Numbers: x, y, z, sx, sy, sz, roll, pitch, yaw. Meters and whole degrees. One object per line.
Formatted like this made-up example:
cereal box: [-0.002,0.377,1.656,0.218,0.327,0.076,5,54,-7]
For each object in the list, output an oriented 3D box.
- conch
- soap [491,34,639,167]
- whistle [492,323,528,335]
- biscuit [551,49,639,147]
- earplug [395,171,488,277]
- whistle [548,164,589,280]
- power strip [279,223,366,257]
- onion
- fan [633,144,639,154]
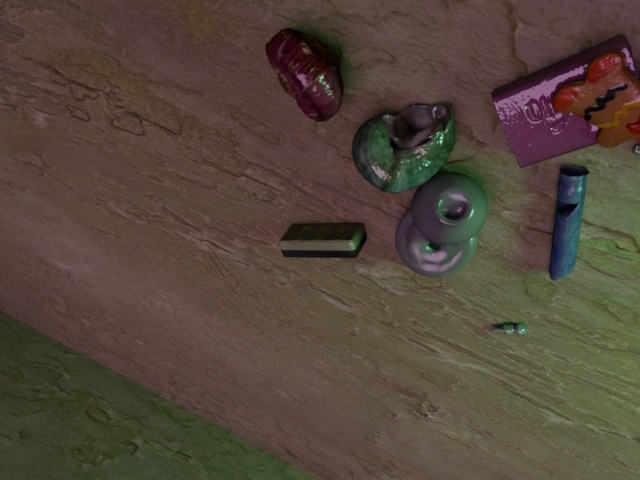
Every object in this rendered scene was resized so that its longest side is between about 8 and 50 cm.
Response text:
conch: [0.178,-0.219,1.119,0.196,0.220,0.277,20,168,-37]
soap: [0.511,-0.277,0.971,0.260,0.081,0.181,-17,116,34]
whistle: [0.559,0.262,1.379,0.100,0.035,0.035,-5,121,30]
biscuit: [0.577,-0.237,0.873,0.250,0.036,0.165,34,144,-4]
earplug: [0.306,-0.030,1.188,0.214,0.174,0.325,16,141,8]
whistle: [0.595,-0.032,1.127,0.062,0.062,0.304,4,125,23]
power strip: [0.000,0.000,1.398,0.257,0.105,0.069,-1,121,26]
onion: [-0.016,-0.391,1.079,0.164,0.230,0.229,-29,113,-1]
fan: [0.776,-0.166,0.978,0.227,0.008,0.152,15,130,14]
